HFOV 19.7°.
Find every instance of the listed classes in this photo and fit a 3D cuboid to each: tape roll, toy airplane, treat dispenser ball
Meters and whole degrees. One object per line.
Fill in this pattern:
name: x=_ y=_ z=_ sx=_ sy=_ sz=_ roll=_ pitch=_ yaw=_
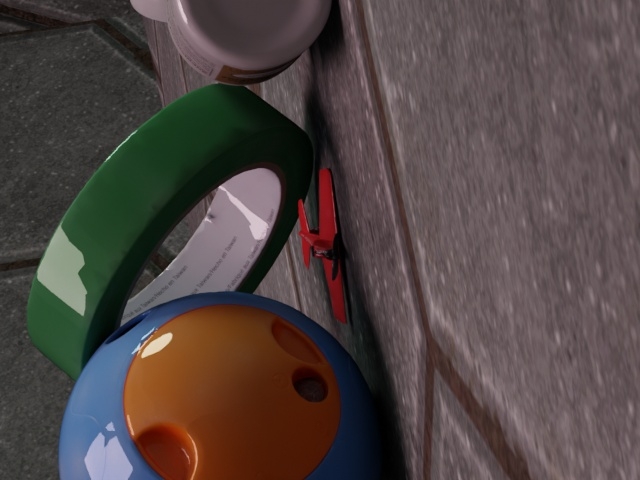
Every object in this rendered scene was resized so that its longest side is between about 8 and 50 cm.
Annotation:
tape roll: x=-0.138 y=0.003 z=1.748 sx=0.077 sy=0.321 sz=0.321 roll=37 pitch=154 yaw=20
toy airplane: x=0.000 y=0.000 z=1.737 sx=0.151 sy=0.028 sz=0.151 roll=172 pitch=90 yaw=-82
treat dispenser ball: x=-0.087 y=0.189 z=1.632 sx=0.288 sy=0.288 sz=0.288 roll=171 pitch=90 yaw=-83

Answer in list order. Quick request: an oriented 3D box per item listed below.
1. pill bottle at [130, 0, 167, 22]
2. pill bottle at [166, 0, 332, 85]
pill bottle: x=-0.133 y=-0.371 z=1.710 sx=0.176 sy=0.176 sz=0.319 roll=-110 pitch=13 yaw=-55
pill bottle: x=-0.067 y=-0.202 z=1.593 sx=0.229 sy=0.131 sz=0.131 roll=174 pitch=87 yaw=-83
